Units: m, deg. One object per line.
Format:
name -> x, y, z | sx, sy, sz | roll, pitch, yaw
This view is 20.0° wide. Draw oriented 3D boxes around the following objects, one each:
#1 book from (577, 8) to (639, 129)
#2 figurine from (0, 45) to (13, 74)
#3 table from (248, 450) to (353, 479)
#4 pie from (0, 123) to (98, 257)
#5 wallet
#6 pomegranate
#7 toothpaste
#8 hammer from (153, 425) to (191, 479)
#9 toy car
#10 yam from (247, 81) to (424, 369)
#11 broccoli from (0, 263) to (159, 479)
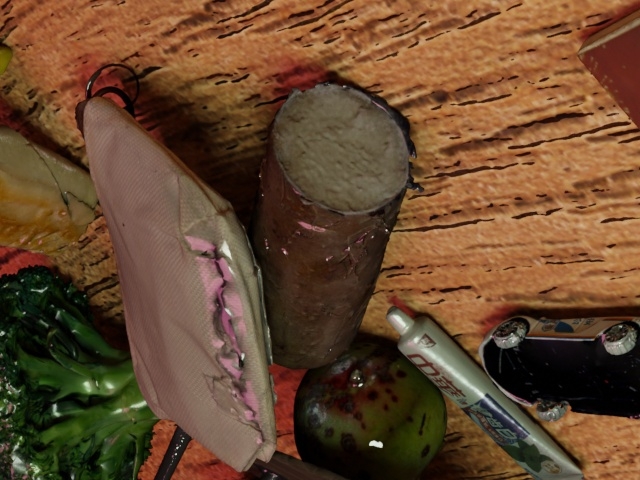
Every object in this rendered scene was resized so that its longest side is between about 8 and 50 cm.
book -> 0.360, -0.089, 1.116 | 0.262, 0.028, 0.374 | 45, 147, -12
figurine -> -0.444, -0.145, 1.723 | 0.218, 0.169, 0.327 | 30, 152, -15
table -> -0.011, 0.347, 1.591 | 0.317, 0.249, 0.317 | 26, 167, 7
pie -> -0.336, -0.062, 1.678 | 0.282, 0.068, 0.128 | 21, 128, -41
wallet -> -0.120, 0.039, 1.552 | 0.275, 0.068, 0.335 | 38, 141, 54
pomegranate -> 0.048, 0.166, 1.648 | 0.148, 0.148, 0.169 | 29, 172, 16
toothpaste -> 0.142, 0.139, 1.597 | 0.233, 0.038, 0.060 | 44, 149, -12
hammer -> -0.115, 0.150, 1.715 | 0.029, 0.246, 0.103 | 24, -167, -10
toy car -> 0.215, 0.099, 1.457 | 0.205, 0.056, 0.095 | 0, 131, 49
yam -> -0.002, 0.000, 1.493 | 0.131, 0.131, 0.279 | 32, 147, 12
broccoli -> -0.238, 0.152, 1.825 | 0.297, 0.297, 0.297 | -23, 119, 14
